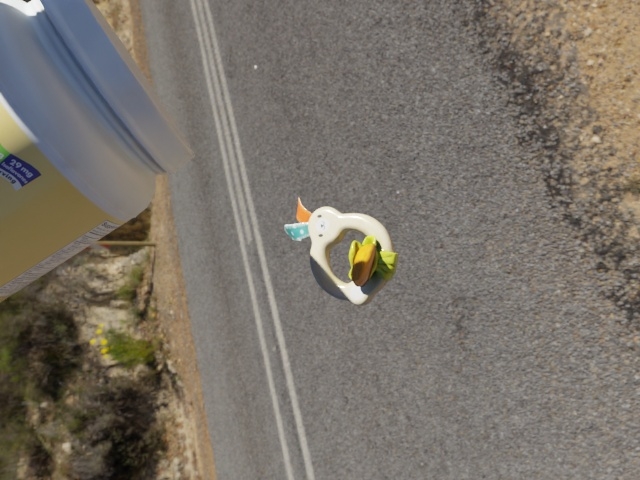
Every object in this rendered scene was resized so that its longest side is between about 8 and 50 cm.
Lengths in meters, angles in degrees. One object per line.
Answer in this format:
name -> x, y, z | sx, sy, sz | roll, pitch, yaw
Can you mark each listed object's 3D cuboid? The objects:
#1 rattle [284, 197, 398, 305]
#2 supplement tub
rattle -> 0.000, 0.000, 0.674 | 0.199, 0.142, 0.130 | 45, 118, 21
supplement tub -> -0.322, -0.080, 0.486 | 0.241, 0.331, 0.241 | 56, 176, 6
